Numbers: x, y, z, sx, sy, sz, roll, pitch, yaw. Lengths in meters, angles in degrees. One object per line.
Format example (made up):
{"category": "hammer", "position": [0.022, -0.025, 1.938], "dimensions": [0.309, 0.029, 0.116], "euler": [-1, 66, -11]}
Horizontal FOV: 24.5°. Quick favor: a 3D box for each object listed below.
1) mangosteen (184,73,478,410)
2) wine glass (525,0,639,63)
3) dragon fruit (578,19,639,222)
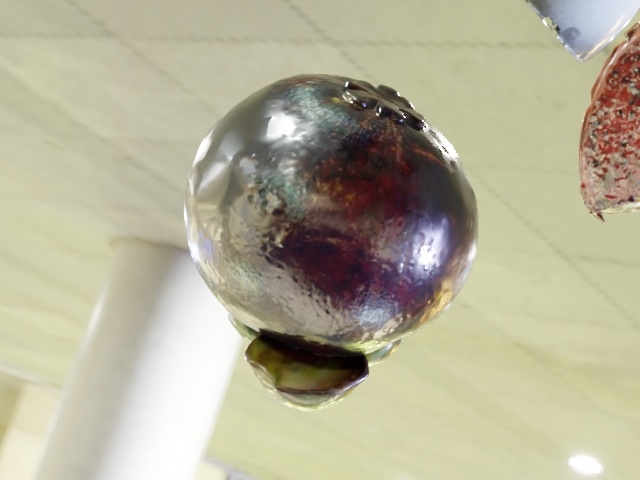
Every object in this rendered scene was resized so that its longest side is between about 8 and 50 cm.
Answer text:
{"category": "mangosteen", "position": [0.005, -0.012, 1.508], "dimensions": [0.330, 0.330, 0.330], "euler": [17, 166, 4]}
{"category": "wine glass", "position": [0.155, -0.152, 0.655], "dimensions": [0.072, 0.155, 0.072], "euler": [47, -168, -13]}
{"category": "dragon fruit", "position": [0.280, -0.104, 1.204], "dimensions": [0.127, 0.161, 0.120], "euler": [-12, 176, 38]}
